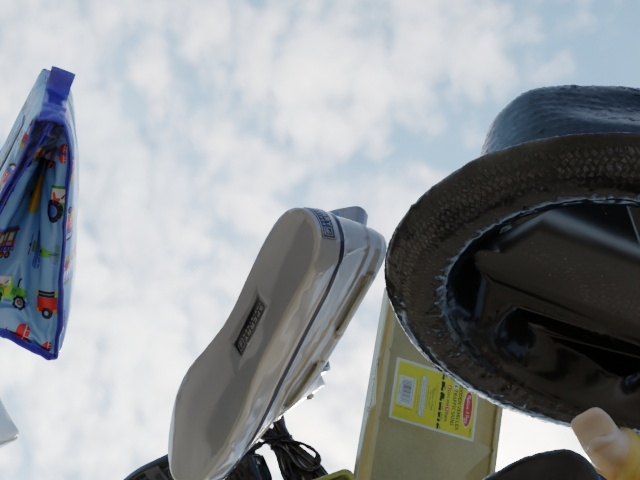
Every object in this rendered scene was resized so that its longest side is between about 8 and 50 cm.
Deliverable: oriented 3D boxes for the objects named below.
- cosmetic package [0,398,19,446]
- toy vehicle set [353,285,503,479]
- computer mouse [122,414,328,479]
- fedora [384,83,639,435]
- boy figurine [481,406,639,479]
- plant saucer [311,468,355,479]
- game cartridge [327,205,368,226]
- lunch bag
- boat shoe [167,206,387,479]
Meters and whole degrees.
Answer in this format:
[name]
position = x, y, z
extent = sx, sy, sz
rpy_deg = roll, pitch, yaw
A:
[cosmetic package]
position = -0.415, 0.040, 1.056
extent = 0.365, 0.197, 0.155
rpy_deg = 63, 2, 4
[toy vehicle set]
position = 0.136, 0.194, 1.585
extent = 0.166, 0.267, 0.035
rpy_deg = 19, -26, -17
[computer mouse]
position = -0.137, 0.311, 1.646
extent = 0.188, 0.272, 0.072
rpy_deg = 53, -26, 23
[fedora]
position = 0.209, -0.002, 0.899
extent = 0.334, 0.152, 0.334
rpy_deg = 5, -39, 4
[boy figurine]
position = 0.170, 0.175, 0.692
extent = 0.092, 0.285, 0.177
rpy_deg = -25, -118, 24
[plant saucer]
position = -0.040, 0.335, 1.311
extent = 0.045, 0.188, 0.188
rpy_deg = -166, -118, -69
[game cartridge]
position = 0.000, 0.000, 1.125
extent = 0.083, 0.056, 0.017
rpy_deg = -20, -57, 25
[lunch bag]
position = -0.318, -0.050, 1.497
extent = 0.221, 0.138, 0.293
rpy_deg = -115, -139, -69
[boat shoe]
position = -0.035, 0.093, 1.056
extent = 0.096, 0.088, 0.267
rpy_deg = 50, -60, 49
